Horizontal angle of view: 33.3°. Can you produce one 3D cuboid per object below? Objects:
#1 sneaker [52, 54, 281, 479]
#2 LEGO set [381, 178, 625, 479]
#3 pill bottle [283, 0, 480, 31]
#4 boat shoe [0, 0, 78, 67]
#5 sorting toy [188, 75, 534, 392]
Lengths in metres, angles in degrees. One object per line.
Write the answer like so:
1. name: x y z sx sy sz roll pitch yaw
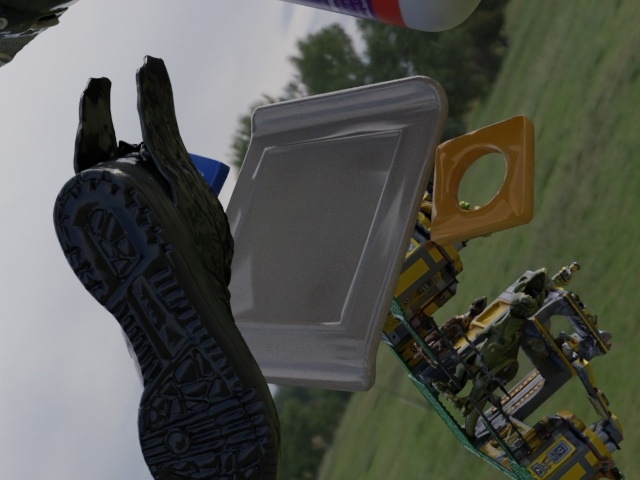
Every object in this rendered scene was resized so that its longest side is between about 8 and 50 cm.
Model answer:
1. sneaker: -0.052 0.017 0.406 0.089 0.051 0.170 -66 -45 -74
2. LEGO set: 0.166 0.058 0.956 0.192 0.331 0.255 -40 3 -9
3. pill bottle: -0.049 -0.241 0.635 0.181 0.323 0.181 15 -90 -75
4. boat shoe: -0.282 -0.227 0.791 0.158 0.127 0.340 -30 -5 11
5. sorting toy: 0.000 0.000 0.691 0.347 0.047 0.196 -3 66 47
